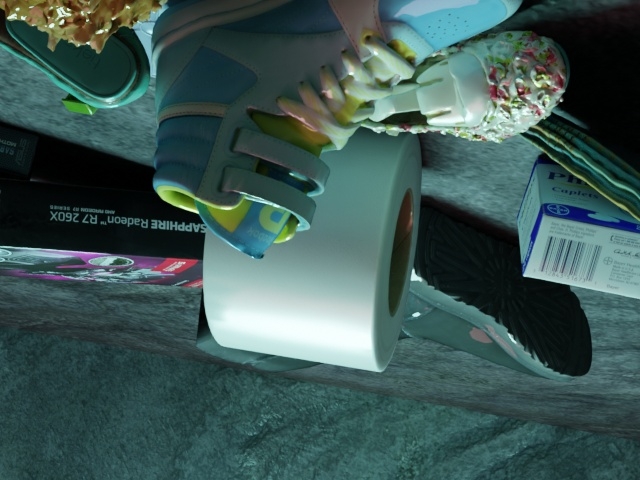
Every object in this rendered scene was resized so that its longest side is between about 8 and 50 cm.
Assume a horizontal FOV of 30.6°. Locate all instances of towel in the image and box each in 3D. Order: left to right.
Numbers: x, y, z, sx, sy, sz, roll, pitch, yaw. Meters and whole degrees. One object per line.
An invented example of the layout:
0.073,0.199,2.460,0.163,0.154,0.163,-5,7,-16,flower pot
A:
0.290,-0.018,0.921,0.271,0.040,0.370,23,-165,-36,towel

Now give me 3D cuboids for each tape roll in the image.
0.000,0.000,1.178,0.169,0.246,0.246,8,165,13,tape roll

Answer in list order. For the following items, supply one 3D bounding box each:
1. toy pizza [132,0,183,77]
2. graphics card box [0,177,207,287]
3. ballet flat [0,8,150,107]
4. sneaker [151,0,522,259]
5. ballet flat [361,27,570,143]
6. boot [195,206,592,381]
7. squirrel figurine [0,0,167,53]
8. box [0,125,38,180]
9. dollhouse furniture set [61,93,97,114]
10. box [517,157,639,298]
-0.136,-0.190,0.984,0.201,0.032,0.201,8,162,3,toy pizza
-0.287,-0.004,1.531,0.371,0.094,0.233,6,169,-25,graphics card box
-0.234,-0.185,0.896,0.247,0.083,0.087,38,-177,-3,ballet flat
0.009,-0.095,0.847,0.319,0.208,0.127,-13,153,33,sneaker
0.094,-0.114,0.927,0.077,0.091,0.241,-17,-172,-28,ballet flat
0.090,0.122,1.601,0.367,0.146,0.445,33,142,-28,boot
-0.157,-0.239,0.511,0.370,0.281,0.397,-2,177,8,squirrel figurine
-0.463,-0.102,1.496,0.183,0.059,0.232,16,164,-14,box
-0.239,-0.189,1.086,0.076,0.058,0.152,11,148,31,dollhouse furniture set
0.263,-0.014,1.135,0.126,0.072,0.137,11,-153,1,box
